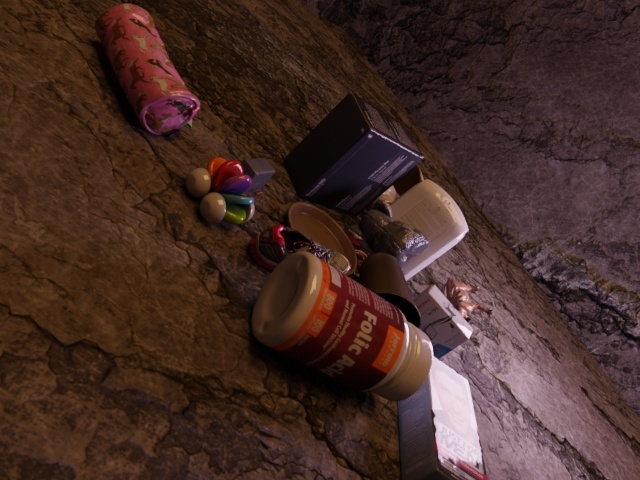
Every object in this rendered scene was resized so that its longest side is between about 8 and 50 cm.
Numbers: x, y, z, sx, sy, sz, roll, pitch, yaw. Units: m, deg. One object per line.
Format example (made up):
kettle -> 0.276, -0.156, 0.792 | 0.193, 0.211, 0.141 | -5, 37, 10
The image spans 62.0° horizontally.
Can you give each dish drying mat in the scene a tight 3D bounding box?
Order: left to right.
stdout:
dish drying mat -> 0.099, -0.005, 1.802 | 0.083, 0.008, 0.032 | 26, 35, -35

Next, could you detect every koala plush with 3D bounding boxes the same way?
koala plush -> 0.215, -0.022, 1.761 | 0.221, 0.196, 0.203 | 48, 4, 22

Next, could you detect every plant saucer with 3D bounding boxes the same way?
plant saucer -> 0.000, 0.000, 1.618 | 0.278, 0.041, 0.278 | 35, 30, -24

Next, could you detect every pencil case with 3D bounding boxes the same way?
pencil case -> -0.465, -0.463, 1.429 | 0.386, 0.160, 0.167 | 58, 0, 22

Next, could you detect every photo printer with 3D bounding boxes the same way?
photo printer -> 0.343, -0.046, 1.880 | 0.256, 0.307, 0.107 | 54, 11, 14

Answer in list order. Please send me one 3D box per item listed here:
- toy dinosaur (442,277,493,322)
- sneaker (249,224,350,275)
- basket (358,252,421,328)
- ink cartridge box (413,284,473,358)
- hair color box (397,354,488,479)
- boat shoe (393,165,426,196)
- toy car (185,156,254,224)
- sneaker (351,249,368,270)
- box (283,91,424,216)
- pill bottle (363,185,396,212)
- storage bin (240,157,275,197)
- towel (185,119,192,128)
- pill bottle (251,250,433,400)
toy dinosaur -> 0.507, 0.210, 1.996 | 0.200, 0.127, 0.296 | 29, 26, -19
sneaker -> -0.035, 0.044, 1.395 | 0.299, 0.112, 0.121 | 17, 54, -37
basket -> 0.187, 0.150, 1.578 | 0.204, 0.154, 0.227 | 33, 27, -22
ink cartridge box -> 0.364, 0.259, 1.692 | 0.191, 0.139, 0.082 | 49, 29, 4
hair color box -> 0.299, 0.474, 1.345 | 0.185, 0.113, 0.374 | 38, 28, -18
boat shoe -> 0.377, -0.179, 2.055 | 0.123, 0.123, 0.342 | 35, 23, -53
toy car -> -0.233, -0.131, 1.344 | 0.159, 0.136, 0.182 | -1, 54, -56
sneaker -> 0.136, 0.080, 1.712 | 0.119, 0.047, 0.057 | 41, 39, -10
box -> 0.112, -0.279, 1.815 | 0.312, 0.343, 0.179 | 15, 43, -48
pill bottle -> 0.201, -0.201, 2.053 | 0.152, 0.152, 0.272 | 24, 36, -38
storage bin -> -0.193, -0.181, 1.521 | 0.098, 0.091, 0.135 | 52, 28, 9
towel -> -0.421, -0.400, 1.555 | 0.113, 0.023, 0.152 | 26, 34, -35
pill bottle -> 0.059, 0.210, 1.223 | 0.392, 0.224, 0.224 | 33, 31, -26
